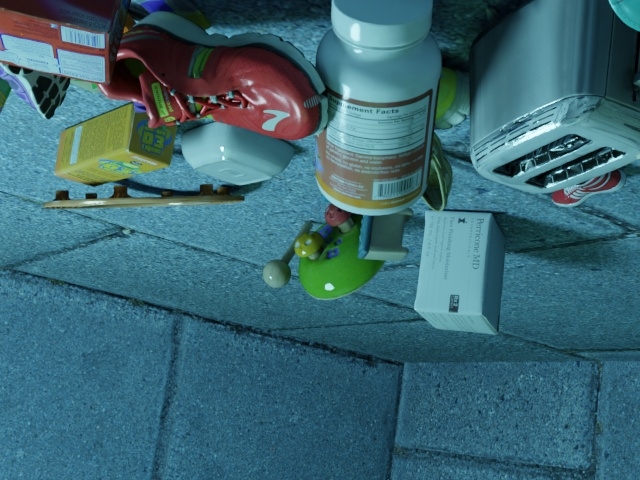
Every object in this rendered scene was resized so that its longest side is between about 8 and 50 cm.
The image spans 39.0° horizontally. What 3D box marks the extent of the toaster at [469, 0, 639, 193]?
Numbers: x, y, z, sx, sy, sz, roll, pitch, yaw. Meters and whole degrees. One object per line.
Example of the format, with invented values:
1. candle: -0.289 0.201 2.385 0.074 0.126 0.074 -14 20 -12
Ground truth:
1. toaster: 0.221 -0.139 0.845 0.129 0.147 0.227 16 159 -26

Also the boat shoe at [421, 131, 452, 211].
1. boat shoe: 0.115 -0.086 1.041 0.056 0.048 0.153 -7 153 22

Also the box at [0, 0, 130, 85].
1. box: -0.305 -0.243 0.818 0.256 0.123 0.128 11 166 -10

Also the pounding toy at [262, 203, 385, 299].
1. pounding toy: 0.000 0.000 1.602 0.236 0.183 0.110 1 139 41

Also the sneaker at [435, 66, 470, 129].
1. sneaker: 0.083 -0.155 1.051 0.094 0.082 0.208 16 153 -29

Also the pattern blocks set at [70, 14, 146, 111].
1. pattern blocks set: -0.301 -0.228 1.079 0.285 0.026 0.324 -3 162 39

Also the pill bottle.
1. pill bottle: 0.055 -0.140 0.880 0.121 0.121 0.216 7 134 6

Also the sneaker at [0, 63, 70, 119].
1. sneaker: -0.350 -0.205 1.052 0.071 0.068 0.170 20 161 19

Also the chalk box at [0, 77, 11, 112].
1. chalk box: -0.512 -0.183 1.102 0.213 0.132 0.132 25 170 -33

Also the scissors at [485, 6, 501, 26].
1. scissors: 0.213 -0.174 0.999 0.109 0.021 0.297 -3 163 39

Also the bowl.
1. bowl: -0.126 -0.124 1.344 0.142 0.053 0.142 18 164 -39

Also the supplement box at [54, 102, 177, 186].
1. supplement box: -0.308 -0.138 1.342 0.078 0.080 0.233 17 162 -38

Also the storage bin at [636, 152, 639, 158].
1. storage bin: 0.444 -0.092 0.711 0.260 0.123 0.262 -13 163 -29

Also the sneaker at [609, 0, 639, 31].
1. sneaker: 0.275 -0.217 0.602 0.178 0.124 0.295 -9 161 24

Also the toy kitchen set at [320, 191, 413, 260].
1. toy kitchen set: 0.061 -0.039 1.329 0.122 0.166 0.207 9 166 -3

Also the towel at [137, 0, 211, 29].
1. towel: -0.158 -0.245 0.959 0.060 0.009 0.083 5 166 19

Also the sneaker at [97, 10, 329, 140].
1. sneaker: -0.116 -0.144 0.891 0.279 0.118 0.107 19 135 34

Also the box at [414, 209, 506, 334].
1. box: 0.249 0.058 1.579 0.119 0.181 0.182 3 165 20

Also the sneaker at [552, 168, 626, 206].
1. sneaker: 0.355 -0.080 1.251 0.067 0.042 0.118 13 158 -34

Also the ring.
1. ring: -0.296 -0.074 1.530 0.336 0.032 0.336 -1 -179 0
